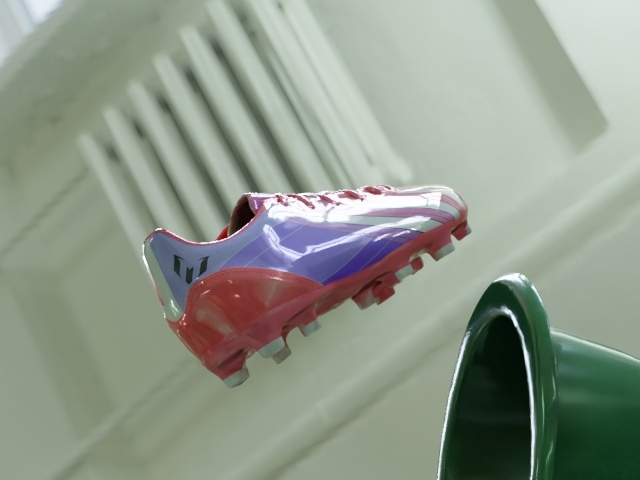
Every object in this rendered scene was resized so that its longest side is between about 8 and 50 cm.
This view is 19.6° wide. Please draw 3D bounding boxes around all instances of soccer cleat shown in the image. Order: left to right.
[{"bbox_3d":[0.000,0.000,1.061,0.248,0.095,0.083,-29,-7,-48],"label":"soccer cleat"}]

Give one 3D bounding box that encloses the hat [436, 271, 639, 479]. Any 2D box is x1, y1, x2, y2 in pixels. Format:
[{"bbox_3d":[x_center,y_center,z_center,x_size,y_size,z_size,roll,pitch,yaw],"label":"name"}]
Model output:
[{"bbox_3d":[0.158,0.103,0.818,0.183,0.208,0.173,8,-14,-10],"label":"hat"}]
